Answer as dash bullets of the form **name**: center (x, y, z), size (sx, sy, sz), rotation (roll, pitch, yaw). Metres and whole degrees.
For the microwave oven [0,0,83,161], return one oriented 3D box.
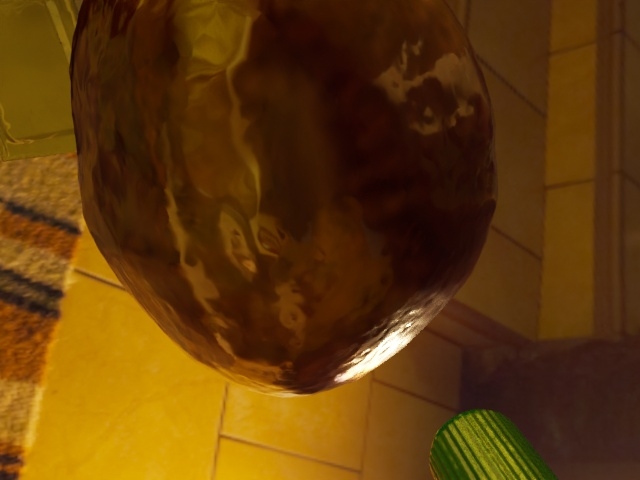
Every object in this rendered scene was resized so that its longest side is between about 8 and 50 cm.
- **microwave oven**: center (-0.305, -0.286, 1.227), size (0.355, 0.218, 0.286), rotation (-54, 134, -56)

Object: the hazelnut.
- **hazelnut**: center (-0.035, -0.080, 0.744), size (0.421, 0.352, 0.421), rotation (1, 90, -77)

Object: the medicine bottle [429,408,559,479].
- **medicine bottle**: center (0.107, 0.153, 0.332), size (0.095, 0.064, 0.260), rotation (40, 10, -29)
